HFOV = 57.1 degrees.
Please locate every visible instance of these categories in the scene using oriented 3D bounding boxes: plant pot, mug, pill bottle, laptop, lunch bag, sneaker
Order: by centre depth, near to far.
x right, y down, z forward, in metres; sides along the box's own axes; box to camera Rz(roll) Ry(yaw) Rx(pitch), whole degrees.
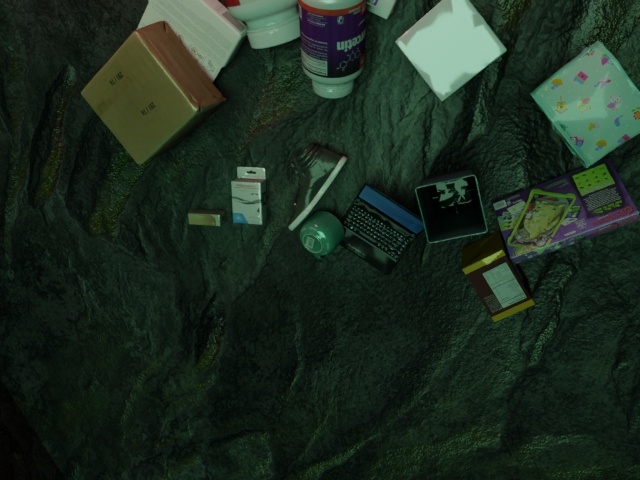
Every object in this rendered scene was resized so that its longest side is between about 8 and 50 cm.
[{"bbox_3d":[0.723,-0.368,1.581,0.223,0.160,0.262,-37,102,23],"label":"lunch bag"},{"bbox_3d":[-0.176,-0.753,1.610,0.229,0.229,0.407,-9,120,17],"label":"pill bottle"},{"bbox_3d":[0.034,-0.561,1.622,0.182,0.181,0.322,10,141,10],"label":"pill bottle"},{"bbox_3d":[0.384,-0.120,1.706,0.166,0.234,0.165,-12,106,18],"label":"plant pot"},{"bbox_3d":[0.179,-0.029,1.842,0.234,0.136,0.264,34,113,1],"label":"laptop"},{"bbox_3d":[-0.052,-0.179,1.870,0.147,0.104,0.295,35,107,2],"label":"sneaker"},{"bbox_3d":[0.004,-0.005,1.891,0.129,0.097,0.157,-14,114,43],"label":"mug"}]

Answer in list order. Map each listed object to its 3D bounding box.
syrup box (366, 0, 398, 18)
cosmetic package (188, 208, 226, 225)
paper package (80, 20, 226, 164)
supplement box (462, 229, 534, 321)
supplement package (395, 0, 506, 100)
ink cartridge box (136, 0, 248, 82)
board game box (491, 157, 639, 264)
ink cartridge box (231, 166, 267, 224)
[{"bbox_3d":[0.111,-0.717,1.634,0.237,0.096,0.093,28,128,4],"label":"syrup box"},{"bbox_3d":[-0.385,-0.078,2.005,0.115,0.060,0.041,4,110,14],"label":"cosmetic package"},{"bbox_3d":[-0.518,-0.450,1.819,0.325,0.168,0.309,-32,99,34],"label":"paper package"},{"bbox_3d":[0.531,0.104,1.770,0.129,0.191,0.194,-29,99,21],"label":"supplement box"},{"bbox_3d":[0.347,-0.518,1.562,0.198,0.262,0.199,-37,96,22],"label":"supplement package"},{"bbox_3d":[-0.396,-0.641,1.799,0.296,0.066,0.261,41,135,-7],"label":"ink cartridge box"},{"bbox_3d":[0.685,-0.083,1.673,0.347,0.208,0.056,-22,138,20],"label":"board game box"},{"bbox_3d":[-0.236,-0.148,1.943,0.104,0.060,0.180,4,109,13],"label":"ink cartridge box"}]
